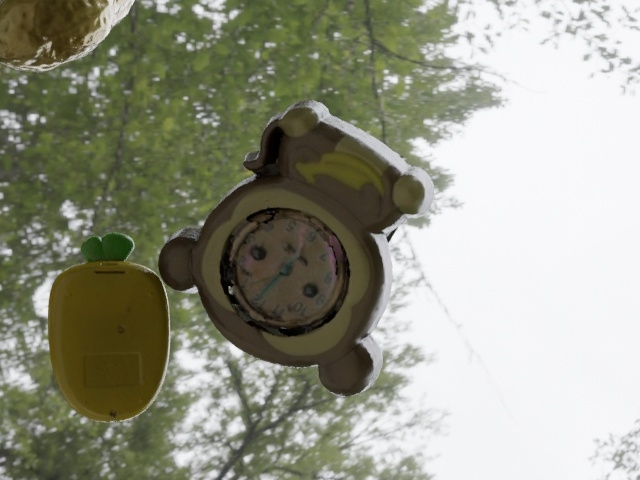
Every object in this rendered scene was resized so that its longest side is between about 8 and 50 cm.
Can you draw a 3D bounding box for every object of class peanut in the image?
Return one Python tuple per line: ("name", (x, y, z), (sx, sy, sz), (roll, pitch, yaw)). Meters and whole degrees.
("peanut", (-0.358, -0.331, 1.397), (0.147, 0.305, 0.147), (7, -52, 8))

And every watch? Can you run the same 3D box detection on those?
("watch", (0.000, 0.000, 1.313), (0.314, 0.327, 0.335), (32, -77, 5))

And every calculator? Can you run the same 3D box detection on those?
("calculator", (-0.256, 0.102, 1.199), (0.032, 0.146, 0.234), (142, -55, -65))
